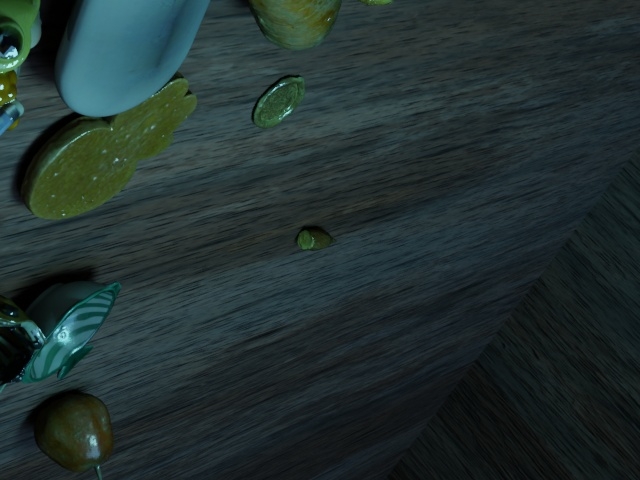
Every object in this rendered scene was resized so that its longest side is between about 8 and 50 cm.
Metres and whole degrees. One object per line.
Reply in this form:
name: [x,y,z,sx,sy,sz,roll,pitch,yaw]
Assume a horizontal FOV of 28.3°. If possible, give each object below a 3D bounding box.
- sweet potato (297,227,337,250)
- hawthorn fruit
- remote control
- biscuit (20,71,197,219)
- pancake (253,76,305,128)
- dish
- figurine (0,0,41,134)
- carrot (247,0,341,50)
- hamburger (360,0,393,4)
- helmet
sweet potato: [0.000,0.000,2.548,0.049,0.049,0.117,-51,153,22]
hawthorn fruit: [-0.436,0.363,2.354,0.149,0.189,0.149,-50,-173,8]
remote control: [-0.221,-0.289,1.580,0.221,0.103,0.332,-27,155,-49]
biscuit: [-0.302,-0.137,1.811,0.288,0.044,0.202,-43,159,-1]
pancake: [-0.066,-0.226,2.076,0.115,0.011,0.115,-35,159,-16]
dish: [-0.423,0.136,2.046,0.224,0.078,0.246,-46,169,-25]
figurine: [-0.376,-0.281,1.323,0.205,0.224,0.382,12,100,-38]
carrot: [-0.042,-0.340,1.675,0.139,0.139,0.302,-43,174,3]
hamburger: [0.072,-0.387,1.888,0.087,0.102,0.176,-33,160,10]
helmet: [-0.523,0.149,1.861,0.198,0.130,0.224,-50,155,7]
